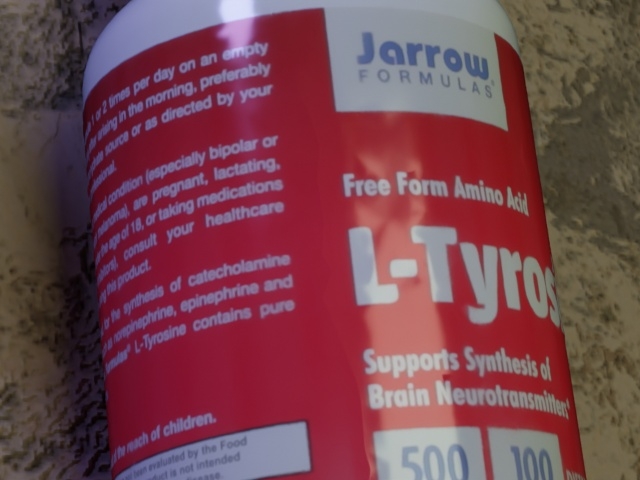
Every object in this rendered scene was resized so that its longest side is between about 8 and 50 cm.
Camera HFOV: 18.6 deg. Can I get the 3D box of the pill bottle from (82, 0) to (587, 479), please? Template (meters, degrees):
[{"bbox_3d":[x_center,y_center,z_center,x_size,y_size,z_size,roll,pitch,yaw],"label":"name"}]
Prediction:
[{"bbox_3d":[0.000,0.000,0.977,0.229,0.229,0.407,7,68,-37],"label":"pill bottle"}]
